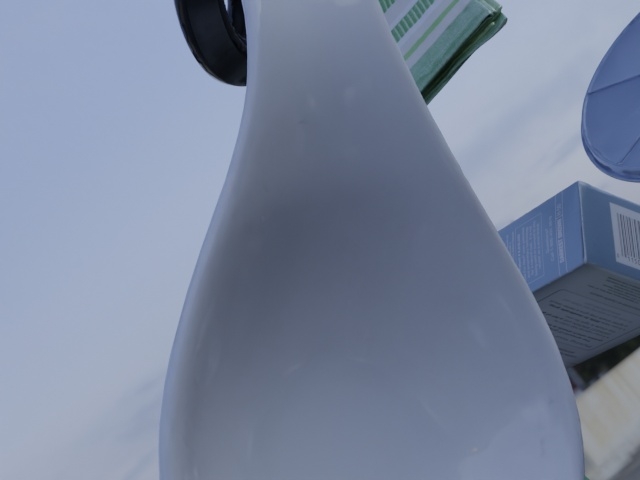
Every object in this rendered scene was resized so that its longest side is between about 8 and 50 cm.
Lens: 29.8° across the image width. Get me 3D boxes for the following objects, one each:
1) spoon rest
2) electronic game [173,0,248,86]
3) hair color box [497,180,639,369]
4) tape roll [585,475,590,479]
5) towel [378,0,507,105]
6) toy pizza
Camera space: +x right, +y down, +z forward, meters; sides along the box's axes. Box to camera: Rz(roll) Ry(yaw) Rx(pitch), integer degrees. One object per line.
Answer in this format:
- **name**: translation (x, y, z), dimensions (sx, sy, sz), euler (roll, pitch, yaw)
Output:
- **spoon rest**: translation (0.000, 0.000, 0.374), dimensions (0.137, 0.276, 0.084), euler (-12, -12, -22)
- **electronic game**: translation (-0.063, -0.248, 1.036), dimensions (0.229, 0.048, 0.229), euler (-34, -51, -58)
- **hair color box**: translation (0.264, 0.076, 1.485), dimensions (0.185, 0.113, 0.374), euler (18, -33, -26)
- **tape roll**: translation (0.087, 0.295, 0.854), dimensions (0.321, 0.321, 0.077), euler (-44, -27, 23)
- **towel**: translation (0.091, -0.254, 1.556), dimensions (0.038, 0.325, 0.248), euler (37, -78, -31)
- **toy pizza**: translation (0.258, -0.114, 0.782), dimensions (0.201, 0.032, 0.201), euler (-38, 29, 25)
